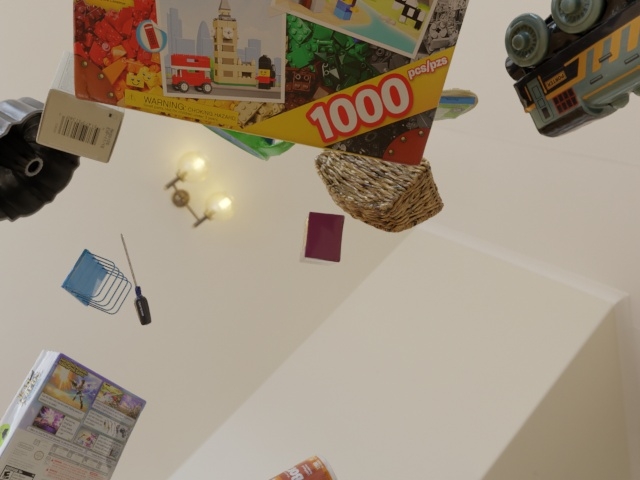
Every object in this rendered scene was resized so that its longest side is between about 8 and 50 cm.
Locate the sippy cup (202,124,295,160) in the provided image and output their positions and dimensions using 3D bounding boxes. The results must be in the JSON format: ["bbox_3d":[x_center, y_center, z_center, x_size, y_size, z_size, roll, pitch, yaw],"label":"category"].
[{"bbox_3d":[-0.170,-0.343,1.262,0.305,0.224,0.240,31,1,-11],"label":"sippy cup"}]

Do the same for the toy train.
[{"bbox_3d":[0.405,-0.282,0.730,0.334,0.142,0.190,-29,-97,61],"label":"toy train"}]

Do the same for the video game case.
[{"bbox_3d":[-0.499,0.385,1.047,0.061,0.244,0.269,2,-34,29],"label":"video game case"}]

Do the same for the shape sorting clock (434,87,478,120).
[{"bbox_3d":[0.360,-0.401,1.563,0.206,0.206,0.040,158,-70,-72],"label":"shape sorting clock"}]

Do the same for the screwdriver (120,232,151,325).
[{"bbox_3d":[-0.327,0.067,0.935,0.024,0.025,0.170,-13,91,-65],"label":"screwdriver"}]

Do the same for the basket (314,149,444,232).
[{"bbox_3d":[0.148,-0.139,1.423,0.299,0.213,0.223,38,-7,35],"label":"basket"}]

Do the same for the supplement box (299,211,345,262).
[{"bbox_3d":[0.000,0.000,1.217,0.080,0.104,0.188,7,-6,-5],"label":"supplement box"}]

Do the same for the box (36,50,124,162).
[{"bbox_3d":[-0.519,-0.303,1.165,0.147,0.121,0.311,16,25,-27],"label":"box"}]

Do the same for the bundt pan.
[{"bbox_3d":[-0.763,-0.214,1.325,0.124,0.331,0.331,32,-19,8],"label":"bundt pan"}]

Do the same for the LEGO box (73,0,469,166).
[{"bbox_3d":[-0.060,-0.350,0.748,0.193,0.499,0.373,-88,-171,-63],"label":"LEGO box"}]

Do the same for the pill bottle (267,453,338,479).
[{"bbox_3d":[-0.070,0.609,1.249,0.121,0.216,0.121,42,-38,45],"label":"pill bottle"}]

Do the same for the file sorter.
[{"bbox_3d":[-0.614,0.123,1.472,0.104,0.118,0.170,21,-23,7],"label":"file sorter"}]
